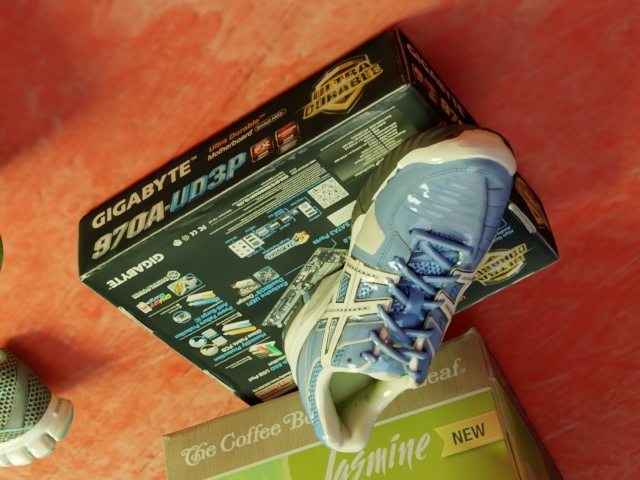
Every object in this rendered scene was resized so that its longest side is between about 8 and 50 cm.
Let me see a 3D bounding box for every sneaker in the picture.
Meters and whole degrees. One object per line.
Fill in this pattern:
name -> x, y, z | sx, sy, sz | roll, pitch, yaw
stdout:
sneaker -> 0.046, 0.029, 0.663 | 0.080, 0.081, 0.211 | 10, 132, -19
sneaker -> -0.243, 0.116, 0.804 | 0.166, 0.065, 0.076 | -23, 119, 9

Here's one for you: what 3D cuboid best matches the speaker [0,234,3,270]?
speaker -> -0.271, -0.059, 0.557 | 0.131, 0.131, 0.296 | -22, 135, 13

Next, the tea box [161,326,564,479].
tea box -> 0.078, 0.286, 0.807 | 0.220, 0.324, 0.329 | -21, 147, 10

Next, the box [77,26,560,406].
box -> 0.000, 0.000, 0.722 | 0.220, 0.051, 0.175 | -30, 134, 20
